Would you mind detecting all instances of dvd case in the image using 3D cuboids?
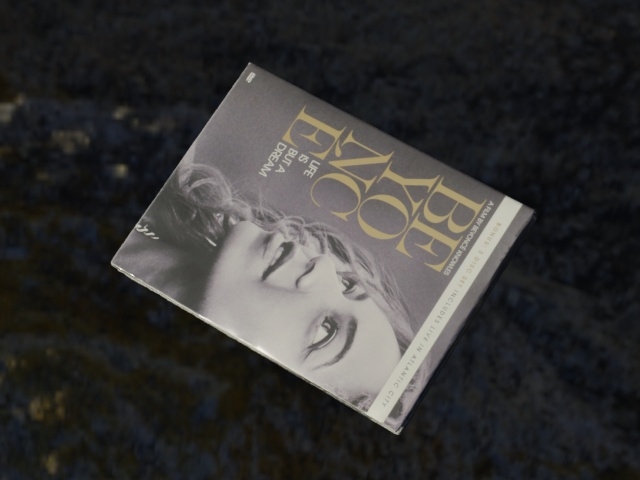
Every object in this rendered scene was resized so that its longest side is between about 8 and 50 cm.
[{"bbox_3d":[0.000,0.000,1.080,0.221,0.018,0.164,29,77,20],"label":"dvd case"}]
